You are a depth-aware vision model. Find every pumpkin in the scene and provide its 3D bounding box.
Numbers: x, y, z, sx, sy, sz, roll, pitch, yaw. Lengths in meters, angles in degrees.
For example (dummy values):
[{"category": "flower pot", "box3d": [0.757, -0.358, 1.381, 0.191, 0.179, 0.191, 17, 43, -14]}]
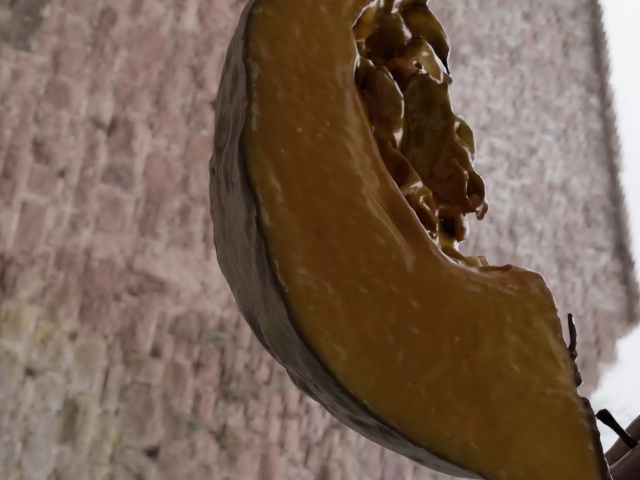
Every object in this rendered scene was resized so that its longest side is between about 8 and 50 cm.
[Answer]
[{"category": "pumpkin", "box3d": [-0.003, 0.002, 0.552, 0.163, 0.111, 0.278, 123, -37, -51]}]

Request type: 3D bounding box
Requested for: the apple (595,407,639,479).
[{"category": "apple", "box3d": [0.243, 0.185, 0.816, 0.234, 0.234, 0.234, -167, -90, -74]}]
